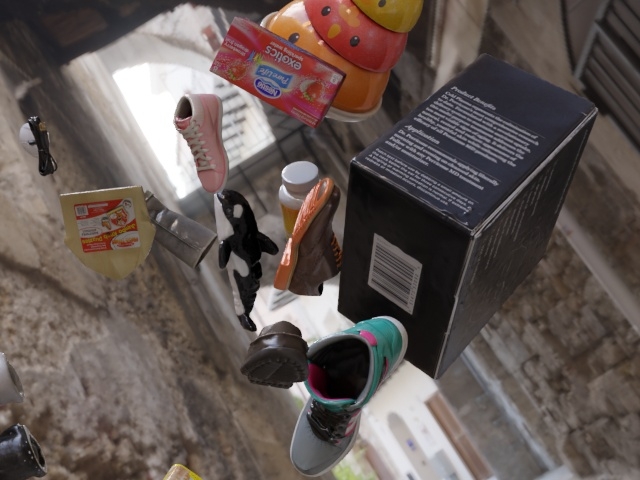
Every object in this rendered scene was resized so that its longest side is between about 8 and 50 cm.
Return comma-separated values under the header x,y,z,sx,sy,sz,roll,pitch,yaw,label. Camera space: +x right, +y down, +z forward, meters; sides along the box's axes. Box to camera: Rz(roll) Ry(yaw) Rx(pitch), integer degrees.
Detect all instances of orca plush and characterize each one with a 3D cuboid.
x,y,z,sx,sy,sz,roll,pitch,yaw,label
-0.134,0.037,1.548,0.102,0.287,0.151,-4,6,9,orca plush

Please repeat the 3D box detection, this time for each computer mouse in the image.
x,y,z,sx,sy,sz,roll,pitch,yaw,label
-0.537,-0.184,1.485,0.042,0.106,0.193,-18,19,-22,computer mouse

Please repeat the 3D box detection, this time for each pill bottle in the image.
x,y,z,sx,sy,sz,roll,pitch,yaw,label
-0.038,-0.084,1.917,0.117,0.117,0.208,-26,-45,-20,pill bottle

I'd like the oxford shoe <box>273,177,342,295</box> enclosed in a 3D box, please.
x,y,z,sx,sy,sz,roll,pitch,yaw,label
0.000,0.000,1.764,0.363,0.133,0.130,114,175,-52,oxford shoe

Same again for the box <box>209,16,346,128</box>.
x,y,z,sx,sy,sz,roll,pitch,yaw,label
-0.086,-0.353,1.663,0.128,0.257,0.122,-60,2,16,box

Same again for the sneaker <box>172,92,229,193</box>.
x,y,z,sx,sy,sz,roll,pitch,yaw,label
-0.160,-0.128,1.034,0.051,0.134,0.070,-4,0,33,sneaker

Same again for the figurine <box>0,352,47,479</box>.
x,y,z,sx,sy,sz,roll,pitch,yaw,label
-0.566,0.309,1.238,0.209,0.215,0.092,-21,-25,-14,figurine

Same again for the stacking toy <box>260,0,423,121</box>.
x,y,z,sx,sy,sz,roll,pitch,yaw,label
0.109,-0.539,1.790,0.350,0.350,0.480,-13,-27,-48,stacking toy

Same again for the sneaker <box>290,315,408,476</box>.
x,y,z,sx,sy,sz,roll,pitch,yaw,label
0.018,0.248,1.216,0.295,0.124,0.178,-61,-24,8,sneaker

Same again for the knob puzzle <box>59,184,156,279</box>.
x,y,z,sx,sy,sz,roll,pitch,yaw,label
-0.433,-0.013,1.636,0.213,0.213,0.030,-35,13,9,knob puzzle

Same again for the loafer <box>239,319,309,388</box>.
x,y,z,sx,sy,sz,roll,pitch,yaw,label
-0.058,0.135,0.979,0.080,0.078,0.220,10,-16,-8,loafer

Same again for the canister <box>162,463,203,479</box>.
x,y,z,sx,sy,sz,roll,pitch,yaw,label
-0.365,0.659,1.996,0.073,0.126,0.170,-55,1,26,canister

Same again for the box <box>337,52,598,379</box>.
x,y,z,sx,sy,sz,roll,pitch,yaw,label
0.297,-0.052,1.683,0.472,0.297,0.480,-39,-29,-32,box

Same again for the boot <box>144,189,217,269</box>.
x,y,z,sx,sy,sz,roll,pitch,yaw,label
-0.380,0.002,1.891,0.189,0.208,0.076,-52,5,-5,boot
